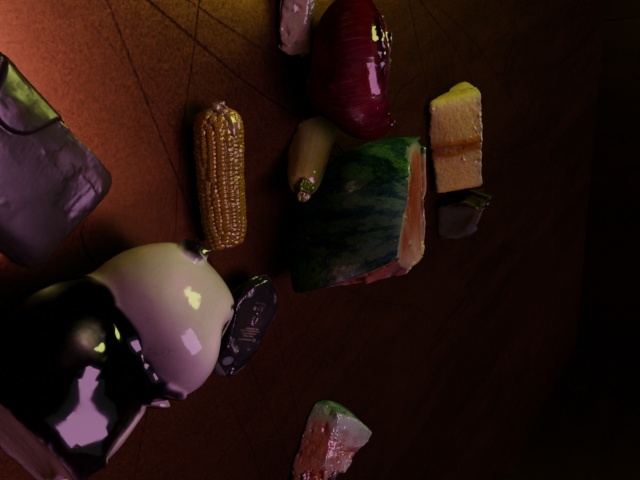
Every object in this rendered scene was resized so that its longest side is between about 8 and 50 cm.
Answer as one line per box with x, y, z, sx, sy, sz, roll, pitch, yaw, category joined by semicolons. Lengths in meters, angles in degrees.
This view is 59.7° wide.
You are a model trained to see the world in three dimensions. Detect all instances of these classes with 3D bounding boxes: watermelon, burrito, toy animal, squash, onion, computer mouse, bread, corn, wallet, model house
0.004;0.495;1.278;0.154;0.094;0.241;38;74;-43;watermelon
-0.034;-0.426;0.931;0.058;0.063;0.229;-89;-174;-68;burrito
-0.253;0.129;0.699;0.310;0.251;0.250;-46;135;-43;toy animal
-0.028;-0.136;1.019;0.090;0.075;0.200;87;15;-50;squash
0.058;-0.298;0.982;0.161;0.248;0.248;-13;117;-12;onion
-0.142;0.143;0.980;0.106;0.062;0.192;25;88;-53;computer mouse
0.358;-0.260;1.443;0.178;0.142;0.266;-30;124;-24;bread
-0.155;-0.096;0.867;0.080;0.080;0.238;-21;120;-47;corn
0.107;-0.063;1.016;0.319;0.222;0.292;-4;86;-17;watermelon
-0.373;-0.116;0.614;0.165;0.042;0.309;-54;138;-23;wallet
0.411;-0.090;1.541;0.152;0.165;0.106;-44;116;-35;model house
